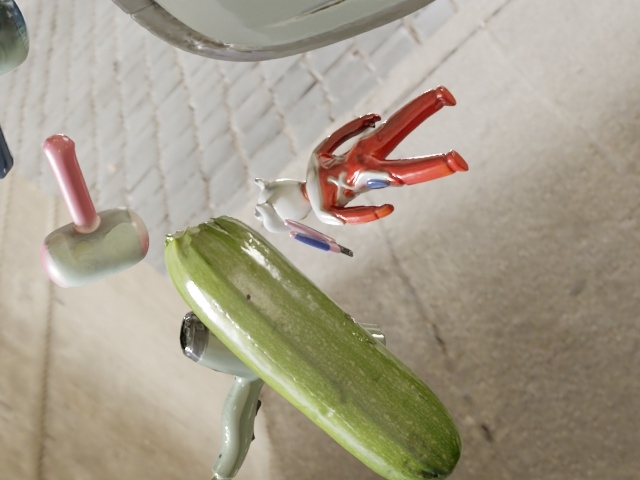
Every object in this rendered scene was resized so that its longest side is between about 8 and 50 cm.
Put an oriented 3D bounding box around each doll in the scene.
[{"bbox_3d":[0.049,-0.107,2.011,0.384,0.099,0.188,-20,56,26],"label":"doll"}]

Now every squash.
[{"bbox_3d":[-0.003,0.070,0.786,0.069,0.239,0.069,-44,15,15],"label":"squash"}]

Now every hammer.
[{"bbox_3d":[-0.265,-0.105,0.952,0.116,0.194,0.069,-29,63,-17],"label":"hammer"},{"bbox_3d":[-0.112,-0.016,0.588,0.052,0.083,0.031,-23,43,-12],"label":"hammer"}]

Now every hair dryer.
[{"bbox_3d":[-0.031,0.151,1.338,0.219,0.225,0.088,-15,24,-17],"label":"hair dryer"}]

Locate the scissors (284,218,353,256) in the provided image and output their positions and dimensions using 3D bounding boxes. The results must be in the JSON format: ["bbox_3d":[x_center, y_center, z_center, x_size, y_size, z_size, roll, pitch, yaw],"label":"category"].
[{"bbox_3d":[0.000,0.000,1.727,0.012,0.113,0.039,-54,34,22],"label":"scissors"}]

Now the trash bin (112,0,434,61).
[{"bbox_3d":[-0.046,-0.264,0.707,0.219,0.220,0.250,-19,55,21],"label":"trash bin"}]
